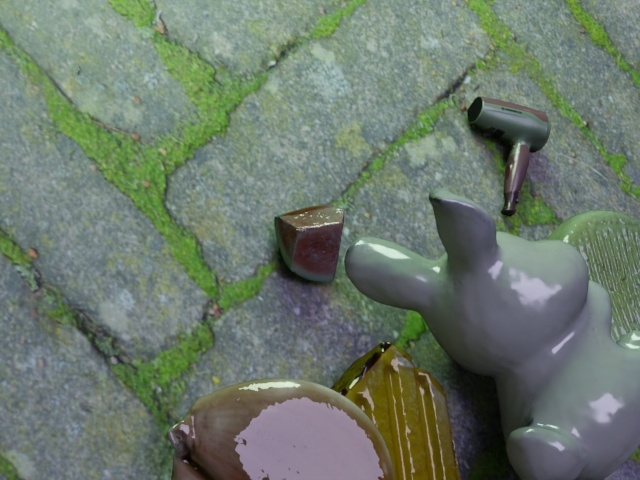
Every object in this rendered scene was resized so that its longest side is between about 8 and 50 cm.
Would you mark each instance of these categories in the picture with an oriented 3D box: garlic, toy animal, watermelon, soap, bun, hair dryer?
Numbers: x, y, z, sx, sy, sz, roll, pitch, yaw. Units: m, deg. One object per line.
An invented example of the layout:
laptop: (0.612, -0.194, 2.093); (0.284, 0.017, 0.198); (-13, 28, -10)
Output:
garlic: (-0.043, 0.238, 1.558); (0.228, 0.110, 0.217); (42, 74, 1)
toy animal: (0.205, 0.103, 1.763); (0.367, 0.196, 0.241); (51, 35, -5)
watermelon: (-0.005, 0.003, 1.766); (0.085, 0.072, 0.092); (-26, 87, -25)
soap: (0.066, 0.235, 1.679); (0.160, 0.080, 0.257); (9, 60, -34)
bun: (0.354, 0.070, 1.968); (0.221, 0.108, 0.221); (11, 63, -23)
hair dryer: (0.240, -0.104, 2.023); (0.106, 0.054, 0.154); (13, 63, -26)
